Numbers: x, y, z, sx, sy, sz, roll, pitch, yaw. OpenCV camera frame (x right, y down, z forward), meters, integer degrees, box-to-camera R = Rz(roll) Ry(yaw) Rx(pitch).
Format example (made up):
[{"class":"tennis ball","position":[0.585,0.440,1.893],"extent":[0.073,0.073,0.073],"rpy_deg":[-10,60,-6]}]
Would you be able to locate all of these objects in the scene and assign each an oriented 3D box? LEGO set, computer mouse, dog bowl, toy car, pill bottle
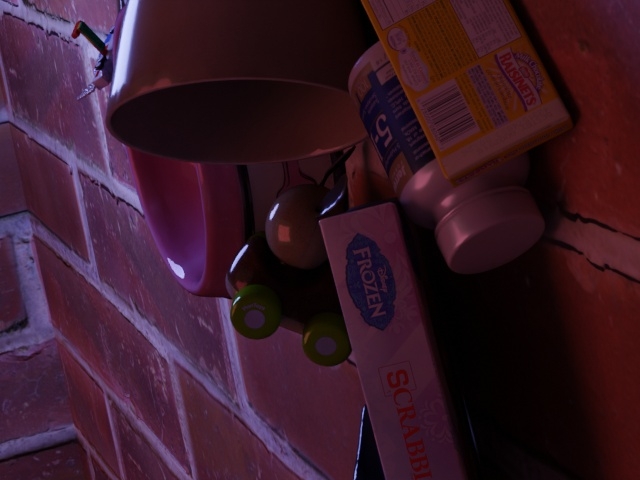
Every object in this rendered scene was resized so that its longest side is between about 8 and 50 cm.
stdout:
[{"class":"LEGO set","position":[-0.252,-0.260,2.172],"extent":[0.060,0.244,0.182],"rpy_deg":[-27,74,29]},{"class":"computer mouse","position":[0.067,0.182,1.705],"extent":[0.262,0.060,0.184],"rpy_deg":[-80,-13,-49]},{"class":"dog bowl","position":[-0.116,-0.116,1.983],"extent":[0.408,0.150,0.408],"rpy_deg":[165,90,-72]},{"class":"toy car","position":[0.000,0.000,1.753],"extent":[0.155,0.149,0.188],"rpy_deg":[-84,16,-64]},{"class":"pill bottle","position":[0.105,-0.073,1.410],"extent":[0.112,0.112,0.186],"rpy_deg":[106,145,-58]}]

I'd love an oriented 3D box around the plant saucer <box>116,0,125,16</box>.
[{"class":"plant saucer","position":[-0.249,-0.259,2.357],"extent":[0.278,0.041,0.278],"rpy_deg":[174,90,-84]}]

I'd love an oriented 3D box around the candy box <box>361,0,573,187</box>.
[{"class":"candy box","position":[0.107,-0.150,1.361],"extent":[0.206,0.105,0.027],"rpy_deg":[67,-173,25]}]

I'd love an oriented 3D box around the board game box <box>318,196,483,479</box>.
[{"class":"board game box","position":[0.081,0.121,1.522],"extent":[0.319,0.066,0.318],"rpy_deg":[-34,-71,-84]}]

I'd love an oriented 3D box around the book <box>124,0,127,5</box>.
[{"class":"book","position":[-0.203,-0.335,2.154],"extent":[0.035,0.096,0.144],"rpy_deg":[159,96,-74]}]

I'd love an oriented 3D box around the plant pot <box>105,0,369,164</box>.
[{"class":"plant pot","position":[-0.076,-0.239,1.665],"extent":[0.256,0.256,0.274],"rpy_deg":[136,134,-70]}]
